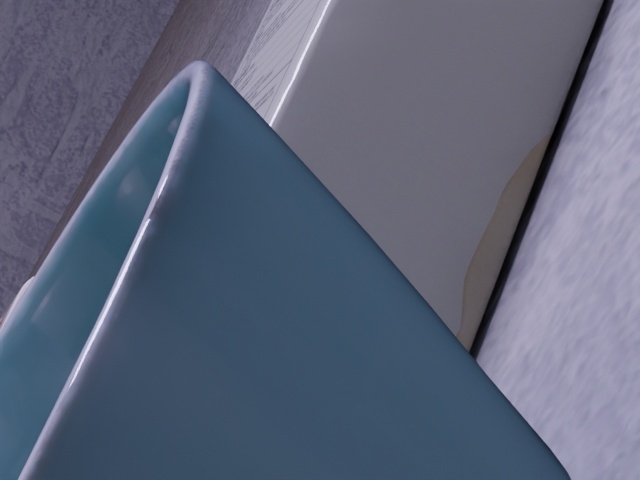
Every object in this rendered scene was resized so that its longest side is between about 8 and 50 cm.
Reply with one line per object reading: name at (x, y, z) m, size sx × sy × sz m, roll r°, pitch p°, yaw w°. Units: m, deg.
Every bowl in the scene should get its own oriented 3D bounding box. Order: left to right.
bowl at (-0.042, 0.128, 0.472) m, size 0.311 × 0.163 × 0.311 m, roll -56°, pitch 11°, yaw 17°

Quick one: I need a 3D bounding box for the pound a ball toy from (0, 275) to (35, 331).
pound a ball toy at (-0.262, 0.162, 1.456) m, size 0.319 × 0.136 × 0.208 m, roll -47°, pitch 16°, yaw 51°

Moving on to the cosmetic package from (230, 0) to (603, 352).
cosmetic package at (0.000, 0.000, 0.754) m, size 0.309 × 0.113 × 0.160 m, roll -65°, pitch 12°, yaw -27°
